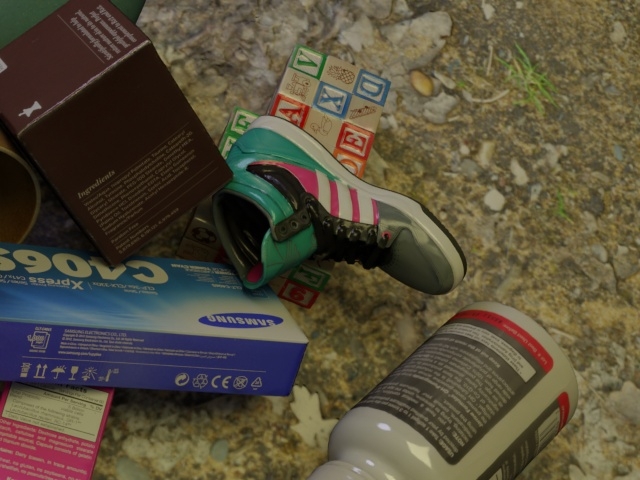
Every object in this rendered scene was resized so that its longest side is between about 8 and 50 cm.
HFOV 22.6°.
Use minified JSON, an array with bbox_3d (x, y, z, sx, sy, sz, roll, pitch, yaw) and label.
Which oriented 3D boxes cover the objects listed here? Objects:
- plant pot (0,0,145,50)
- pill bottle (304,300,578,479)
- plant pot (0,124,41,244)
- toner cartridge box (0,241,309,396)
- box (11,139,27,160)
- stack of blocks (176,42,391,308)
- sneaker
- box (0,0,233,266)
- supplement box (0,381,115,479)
[{"bbox_3d":[-0.342,-0.252,1.801,0.290,0.290,0.196,10,85,-14],"label":"plant pot"},{"bbox_3d":[0.120,0.220,1.720,0.176,0.176,0.318,45,56,9],"label":"pill bottle"},{"bbox_3d":[-0.444,-0.106,1.675,0.237,0.237,0.254,-12,53,-25],"label":"plant pot"},{"bbox_3d":[-0.202,0.081,1.668,0.347,0.075,0.165,6,26,-29],"label":"toner cartridge box"},{"bbox_3d":[-0.435,-0.059,1.781,0.201,0.021,0.164,12,58,-12],"label":"box"},{"bbox_3d":[-0.040,-0.088,1.898,0.171,0.087,0.297,22,56,-6],"label":"stack of blocks"},{"bbox_3d":[0.000,0.000,1.730,0.295,0.124,0.178,33,51,10],"label":"sneaker"},{"bbox_3d":[-0.229,-0.120,1.686,0.167,0.203,0.168,-36,40,-7],"label":"box"},{"bbox_3d":[-0.288,0.244,1.600,0.113,0.111,0.220,18,56,-8],"label":"supplement box"}]
